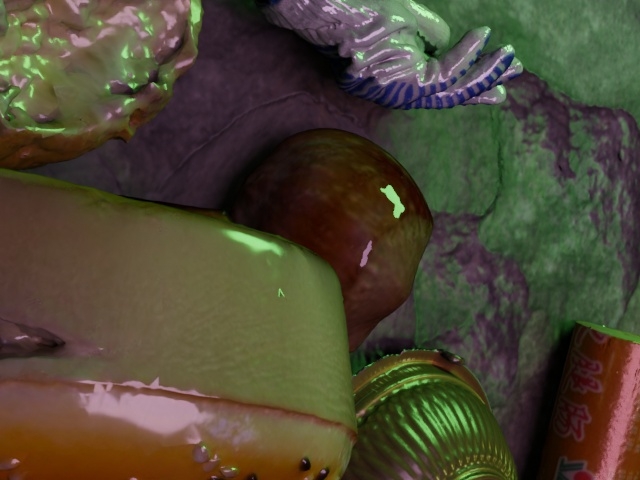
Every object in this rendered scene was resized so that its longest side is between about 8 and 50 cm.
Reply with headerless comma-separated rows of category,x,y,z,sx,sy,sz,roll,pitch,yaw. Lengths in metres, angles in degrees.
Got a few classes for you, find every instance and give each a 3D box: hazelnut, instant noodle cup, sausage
hazelnut,0.000,0.000,0.716,0.143,0.143,0.154,32,96,-34
instant noodle cup,0.083,0.224,0.811,0.274,0.090,0.274,-13,110,-40
sausage,0.239,0.235,0.942,0.093,0.093,0.312,14,91,-35

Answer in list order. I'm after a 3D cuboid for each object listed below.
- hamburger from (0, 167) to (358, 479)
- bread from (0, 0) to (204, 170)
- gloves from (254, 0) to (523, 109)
hamburger,-0.125,0.076,0.554,0.300,0.300,0.176,21,71,-35
bread,-0.178,-0.170,0.539,0.274,0.149,0.274,-12,108,-40
gloves,0.051,-0.149,0.746,0.229,0.097,0.119,19,43,-28
